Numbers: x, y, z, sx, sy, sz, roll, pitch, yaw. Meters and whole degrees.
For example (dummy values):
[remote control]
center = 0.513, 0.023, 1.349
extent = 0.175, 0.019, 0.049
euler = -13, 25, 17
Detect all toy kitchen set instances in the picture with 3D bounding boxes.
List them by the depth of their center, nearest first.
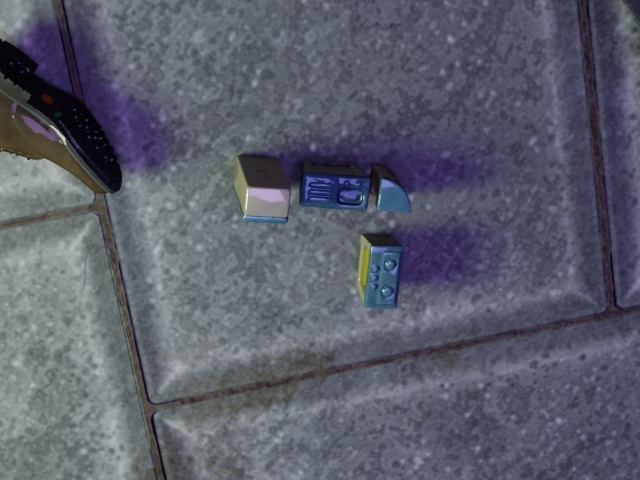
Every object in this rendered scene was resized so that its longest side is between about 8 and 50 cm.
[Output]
[toy kitchen set]
center = 0.000, 0.000, 1.941
extent = 0.207, 0.122, 0.166
euler = 3, 110, -10

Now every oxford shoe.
[oxford shoe]
center = -0.322, -0.127, 1.877
extent = 0.096, 0.083, 0.227
euler = -36, 112, 25

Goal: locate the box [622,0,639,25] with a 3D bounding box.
[box]
center = 0.548, -0.270, 1.860
extent = 0.312, 0.179, 0.343
euler = -30, 113, 20
